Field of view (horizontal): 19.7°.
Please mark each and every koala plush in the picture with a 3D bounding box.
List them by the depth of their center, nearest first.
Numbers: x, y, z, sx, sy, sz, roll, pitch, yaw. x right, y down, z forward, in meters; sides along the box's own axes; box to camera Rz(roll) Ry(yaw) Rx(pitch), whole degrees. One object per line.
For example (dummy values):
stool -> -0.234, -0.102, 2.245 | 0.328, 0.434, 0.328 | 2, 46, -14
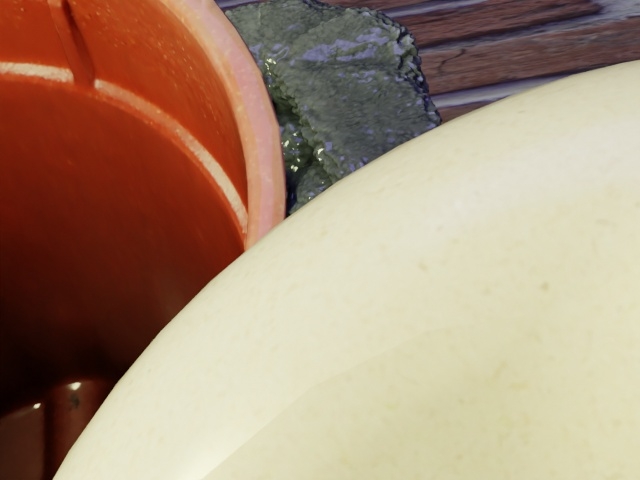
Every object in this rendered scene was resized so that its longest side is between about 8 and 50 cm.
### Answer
koala plush -> 0.000, 0.000, 1.024 | 0.196, 0.221, 0.203 | -13, 43, 8

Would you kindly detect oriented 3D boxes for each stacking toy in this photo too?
stacking toy -> 0.103, 0.136, 0.556 | 0.350, 0.351, 0.480 | -11, 0, 1

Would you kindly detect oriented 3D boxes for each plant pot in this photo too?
plant pot -> -0.118, 0.073, 0.625 | 0.272, 0.265, 0.272 | -6, 57, 9

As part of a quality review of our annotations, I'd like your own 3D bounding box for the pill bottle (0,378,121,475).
pill bottle -> -0.045, 0.088, 0.856 | 0.283, 0.160, 0.160 | -11, 19, 3
